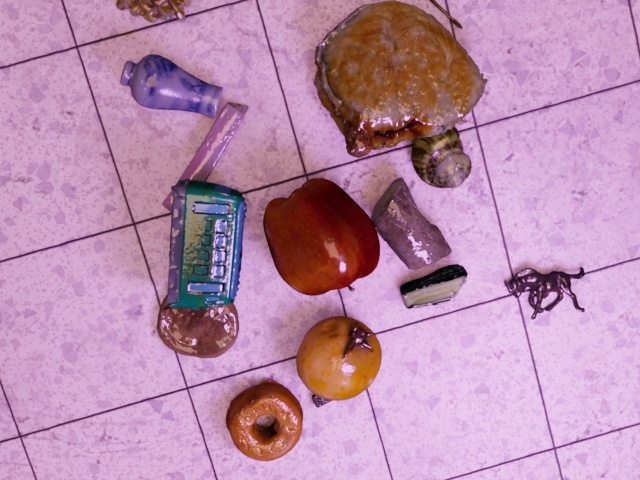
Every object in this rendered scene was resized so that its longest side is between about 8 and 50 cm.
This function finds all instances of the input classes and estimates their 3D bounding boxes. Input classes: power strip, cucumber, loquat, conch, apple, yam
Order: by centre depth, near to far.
[{"bbox_3d":[0.000,0.000,1.820,0.288,0.288,0.316,-31,88,1],"label":"apple"},{"bbox_3d":[0.330,-0.225,1.865,0.181,0.187,0.124,35,52,26],"label":"conch"},{"bbox_3d":[0.055,0.320,1.885,0.244,0.244,0.243,0,98,-3],"label":"loquat"},{"bbox_3d":[0.240,-0.034,1.892,0.154,0.154,0.254,-34,102,2],"label":"yam"},{"bbox_3d":[0.321,0.128,1.950,0.193,0.115,0.085,-22,55,4],"label":"cucumber"},{"bbox_3d":[0.029,0.447,2.001,0.111,0.029,0.037,-26,98,-2],"label":"power strip"}]

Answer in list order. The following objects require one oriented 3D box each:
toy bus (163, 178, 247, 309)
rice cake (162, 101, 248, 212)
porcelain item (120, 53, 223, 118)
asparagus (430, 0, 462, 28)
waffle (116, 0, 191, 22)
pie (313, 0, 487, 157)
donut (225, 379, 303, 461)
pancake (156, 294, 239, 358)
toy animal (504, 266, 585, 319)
[{"bbox_3d":[-0.304,0.015,1.809,0.200,0.183,0.343,5,102,-8],"label":"toy bus"},{"bbox_3d":[-0.313,-0.225,1.879,0.073,0.056,0.364,33,95,-9],"label":"rice cake"},{"bbox_3d":[-0.394,-0.403,1.817,0.259,0.141,0.141,17,96,-14],"label":"porcelain item"},{"bbox_3d":[0.329,-0.639,1.881,0.166,0.013,0.016,43,104,-7],"label":"asparagus"},{"bbox_3d":[-0.432,-0.689,1.810,0.204,0.054,0.223,9,96,-5],"label":"waffle"},{"bbox_3d":[0.201,-0.437,1.815,0.418,0.180,0.395,-23,82,-2],"label":"pie"},{"bbox_3d":[-0.157,0.517,1.958,0.227,0.114,0.226,-1,98,-5],"label":"donut"},{"bbox_3d":[-0.351,0.231,1.940,0.242,0.050,0.241,0,97,-2],"label":"pancake"},{"bbox_3d":[0.654,0.141,1.969,0.233,0.084,0.148,-10,97,2],"label":"toy animal"}]
